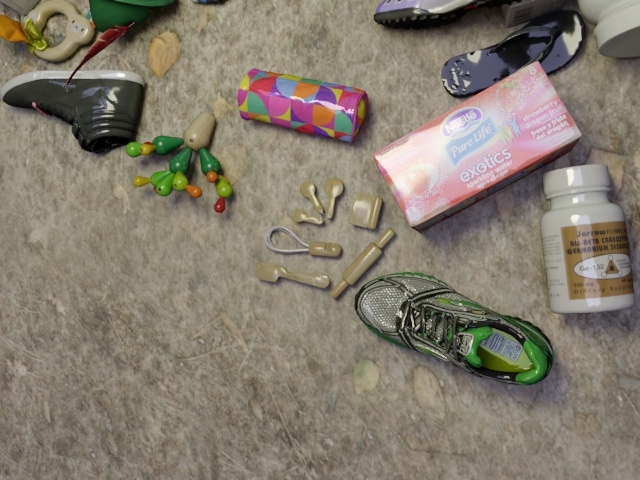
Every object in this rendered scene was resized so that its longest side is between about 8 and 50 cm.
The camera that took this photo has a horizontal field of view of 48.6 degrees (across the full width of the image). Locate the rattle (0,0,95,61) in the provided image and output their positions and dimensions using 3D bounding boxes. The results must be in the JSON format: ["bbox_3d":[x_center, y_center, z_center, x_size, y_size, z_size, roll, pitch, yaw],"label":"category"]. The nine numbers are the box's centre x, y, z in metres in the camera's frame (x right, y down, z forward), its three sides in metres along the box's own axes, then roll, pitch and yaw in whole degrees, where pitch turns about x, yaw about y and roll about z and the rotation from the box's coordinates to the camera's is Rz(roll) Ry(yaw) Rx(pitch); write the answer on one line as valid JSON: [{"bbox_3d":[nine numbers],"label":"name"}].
[{"bbox_3d":[-0.509,-0.431,1.372,0.199,0.143,0.130,-1,69,19],"label":"rattle"}]

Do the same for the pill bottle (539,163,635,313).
[{"bbox_3d":[0.424,-0.001,1.142,0.131,0.131,0.229,-7,86,12],"label":"pill bottle"}]

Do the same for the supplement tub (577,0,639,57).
[{"bbox_3d":[0.508,-0.471,1.091,0.235,0.235,0.325,-8,86,12],"label":"supplement tub"}]

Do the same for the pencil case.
[{"bbox_3d":[-0.033,-0.244,1.277,0.236,0.104,0.104,15,91,15],"label":"pencil case"}]

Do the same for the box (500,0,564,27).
[{"bbox_3d":[0.352,-0.428,1.192,0.102,0.101,0.087,-16,84,10],"label":"box"}]

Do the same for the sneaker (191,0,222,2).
[{"bbox_3d":[-0.199,-0.526,1.341,0.084,0.058,0.152,12,94,19],"label":"sneaker"}]

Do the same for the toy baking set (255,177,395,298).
[{"bbox_3d":[0.006,0.003,1.292,0.197,0.030,0.256,39,96,14],"label":"toy baking set"}]

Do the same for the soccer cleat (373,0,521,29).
[{"bbox_3d":[0.218,-0.428,1.167,0.318,0.108,0.116,-2,95,47],"label":"soccer cleat"}]

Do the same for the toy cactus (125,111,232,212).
[{"bbox_3d":[-0.246,-0.153,1.330,0.219,0.112,0.180,22,74,15],"label":"toy cactus"}]

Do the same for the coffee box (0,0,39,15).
[{"bbox_3d":[-0.644,-0.700,1.307,0.334,0.338,0.337,45,97,11],"label":"coffee box"}]

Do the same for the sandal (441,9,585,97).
[{"bbox_3d":[0.333,-0.314,1.215,0.254,0.054,0.097,-24,83,11],"label":"sandal"}]

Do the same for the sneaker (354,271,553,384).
[{"bbox_3d":[0.220,0.141,1.176,0.343,0.146,0.134,16,91,14],"label":"sneaker"}]

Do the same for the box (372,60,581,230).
[{"bbox_3d":[0.255,-0.145,1.176,0.300,0.154,0.142,-29,82,11],"label":"box"}]

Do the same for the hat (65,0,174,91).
[{"bbox_3d":[-0.394,-0.404,1.365,0.173,0.208,0.184,52,136,43],"label":"hat"}]

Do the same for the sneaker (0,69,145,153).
[{"bbox_3d":[-0.486,-0.243,1.370,0.295,0.104,0.147,-1,82,8],"label":"sneaker"}]
